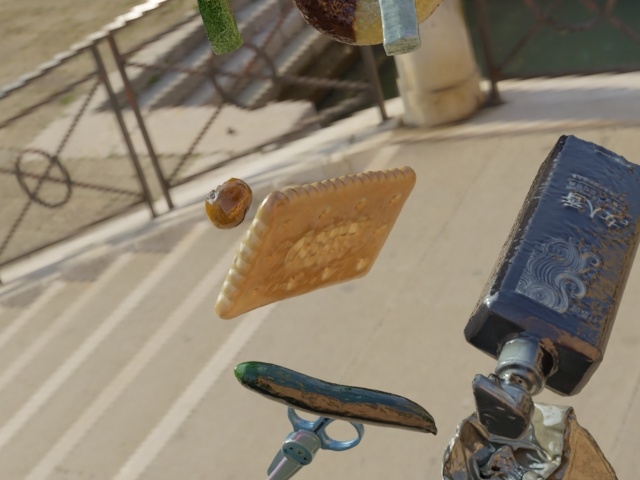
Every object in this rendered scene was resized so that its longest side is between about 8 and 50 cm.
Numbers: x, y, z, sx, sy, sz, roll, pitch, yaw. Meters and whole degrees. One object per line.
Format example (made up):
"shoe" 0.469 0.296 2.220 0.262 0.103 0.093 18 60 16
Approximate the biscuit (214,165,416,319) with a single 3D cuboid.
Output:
"biscuit" 0.001 0.001 1.274 0.030 0.160 0.250 42 32 25

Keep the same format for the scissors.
"scissors" -0.031 0.324 1.895 0.125 0.256 0.030 34 43 -3

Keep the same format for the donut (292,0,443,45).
"donut" 0.052 -0.298 1.445 0.217 0.141 0.085 3 31 8

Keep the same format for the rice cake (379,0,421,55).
"rice cake" 0.067 -0.313 1.314 0.045 0.042 0.245 -15 67 8

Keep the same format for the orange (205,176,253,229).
"orange" -0.146 -0.060 1.906 0.086 0.062 0.086 -24 48 29

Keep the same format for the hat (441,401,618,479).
"hat" 0.286 0.353 1.668 0.214 0.244 0.149 -39 23 -26

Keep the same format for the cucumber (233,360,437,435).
"cucumber" 0.021 0.207 1.569 0.284 0.056 0.056 17 26 -14

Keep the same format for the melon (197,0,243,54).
"melon" -0.187 -0.449 2.078 0.053 0.262 0.114 -4 43 17

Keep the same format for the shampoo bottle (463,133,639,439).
"shampoo bottle" 0.183 0.035 0.940 0.098 0.071 0.309 30 46 3
